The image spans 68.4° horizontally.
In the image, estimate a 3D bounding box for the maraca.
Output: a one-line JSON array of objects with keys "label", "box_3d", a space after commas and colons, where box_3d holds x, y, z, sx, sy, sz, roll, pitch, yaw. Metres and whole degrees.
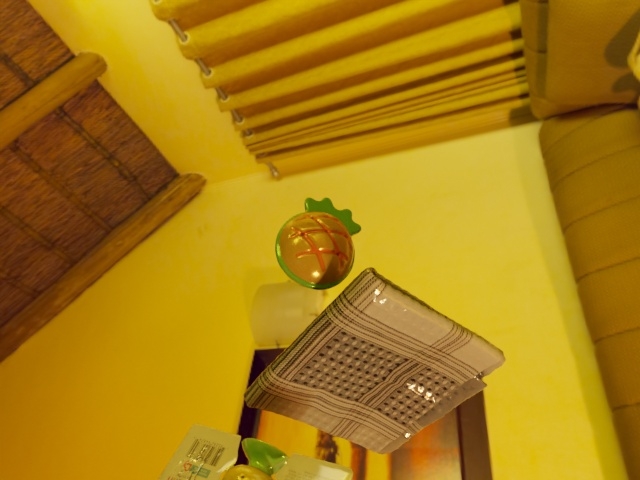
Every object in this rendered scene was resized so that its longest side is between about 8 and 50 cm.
[{"label": "maraca", "box_3d": [0.000, 0.000, 0.742, 0.127, 0.099, 0.185, 31, -133, -5]}]

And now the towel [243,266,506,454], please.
[{"label": "towel", "box_3d": [0.093, 0.219, 0.736, 0.324, 0.312, 0.056, 31, -156, -26]}]

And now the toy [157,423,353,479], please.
[{"label": "toy", "box_3d": [-0.077, 0.238, 0.274, 0.237, 0.137, 0.056, -62, -34, -40]}]
